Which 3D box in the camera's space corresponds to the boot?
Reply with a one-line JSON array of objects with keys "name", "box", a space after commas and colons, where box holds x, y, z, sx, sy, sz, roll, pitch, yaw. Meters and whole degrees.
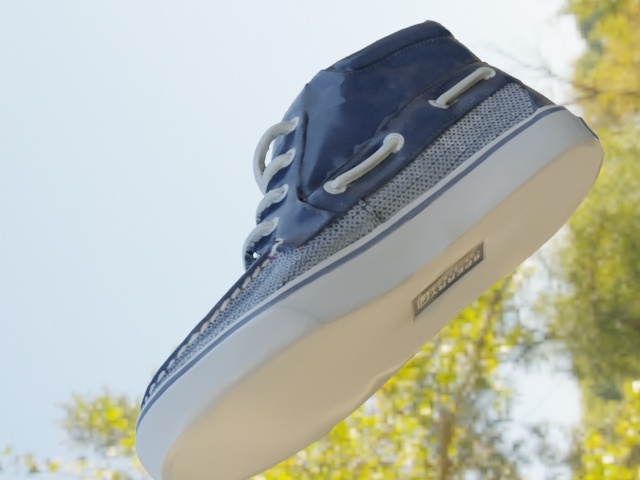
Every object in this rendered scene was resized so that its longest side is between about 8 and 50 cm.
[{"name": "boot", "box": [0.000, 0.000, 0.449, 0.190, 0.086, 0.069, -35, -31, -25]}]
